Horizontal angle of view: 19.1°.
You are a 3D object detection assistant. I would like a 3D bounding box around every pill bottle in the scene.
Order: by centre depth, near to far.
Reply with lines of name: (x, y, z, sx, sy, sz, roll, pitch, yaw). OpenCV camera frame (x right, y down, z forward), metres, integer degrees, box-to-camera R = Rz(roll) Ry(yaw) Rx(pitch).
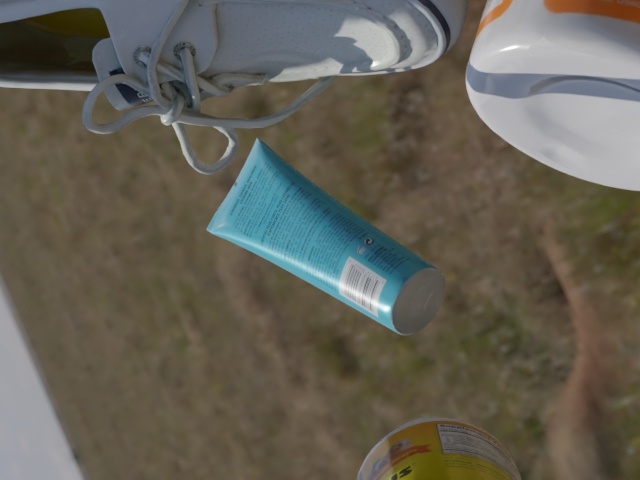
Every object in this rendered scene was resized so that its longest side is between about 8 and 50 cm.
pill bottle: (0.081, 0.190, 1.247, 0.215, 0.117, 0.117, -95, -16, -76)
pill bottle: (0.269, -0.256, 1.473, 0.224, 0.224, 0.392, 86, -159, -67)

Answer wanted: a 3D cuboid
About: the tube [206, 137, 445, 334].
tube: (0.000, 0.000, 1.375, 0.207, 0.080, 0.052, 33, -179, 38)

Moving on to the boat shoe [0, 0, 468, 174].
boat shoe: (-0.095, -0.121, 1.180, 0.367, 0.156, 0.136, 9, 147, 25)
